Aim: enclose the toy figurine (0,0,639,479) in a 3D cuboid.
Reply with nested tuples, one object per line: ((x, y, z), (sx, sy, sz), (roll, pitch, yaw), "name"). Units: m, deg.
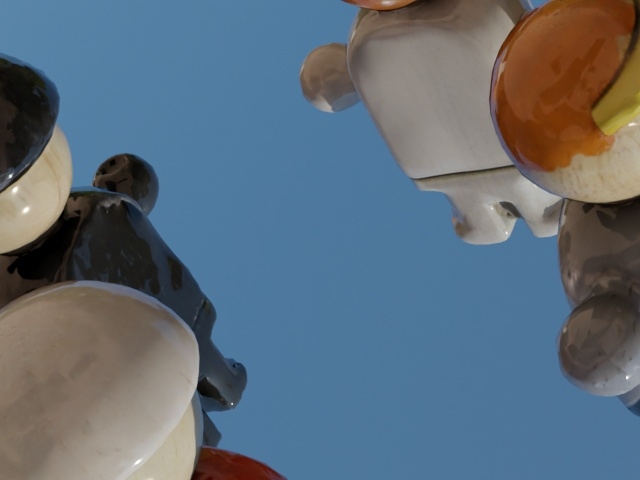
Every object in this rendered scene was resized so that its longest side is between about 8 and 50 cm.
((0.000, 0.000, 0.467), (0.209, 0.148, 0.213), (-33, -147, 0), "toy figurine")
